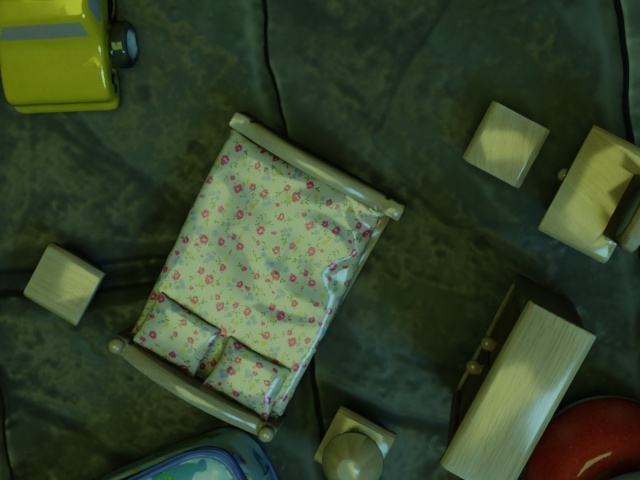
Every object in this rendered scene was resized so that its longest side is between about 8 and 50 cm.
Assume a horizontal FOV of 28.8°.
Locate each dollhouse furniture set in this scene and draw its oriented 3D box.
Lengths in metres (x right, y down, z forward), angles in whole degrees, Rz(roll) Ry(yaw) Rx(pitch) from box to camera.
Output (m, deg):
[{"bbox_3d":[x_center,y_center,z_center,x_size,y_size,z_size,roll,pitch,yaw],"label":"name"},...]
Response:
[{"bbox_3d":[0.000,0.000,0.826,0.355,0.174,0.303,28,98,3],"label":"dollhouse furniture set"}]

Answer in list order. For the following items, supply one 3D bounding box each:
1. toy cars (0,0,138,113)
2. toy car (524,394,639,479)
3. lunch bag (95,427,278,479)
[{"bbox_3d":[-0.257,-0.104,0.891,0.176,0.087,0.394,39,99,2],"label":"toy cars"},{"bbox_3d":[0.219,0.213,0.787,0.219,0.238,0.210,-37,90,10],"label":"toy car"},{"bbox_3d":[-0.091,0.263,0.909,0.176,0.090,0.219,-23,91,12],"label":"lunch bag"}]
